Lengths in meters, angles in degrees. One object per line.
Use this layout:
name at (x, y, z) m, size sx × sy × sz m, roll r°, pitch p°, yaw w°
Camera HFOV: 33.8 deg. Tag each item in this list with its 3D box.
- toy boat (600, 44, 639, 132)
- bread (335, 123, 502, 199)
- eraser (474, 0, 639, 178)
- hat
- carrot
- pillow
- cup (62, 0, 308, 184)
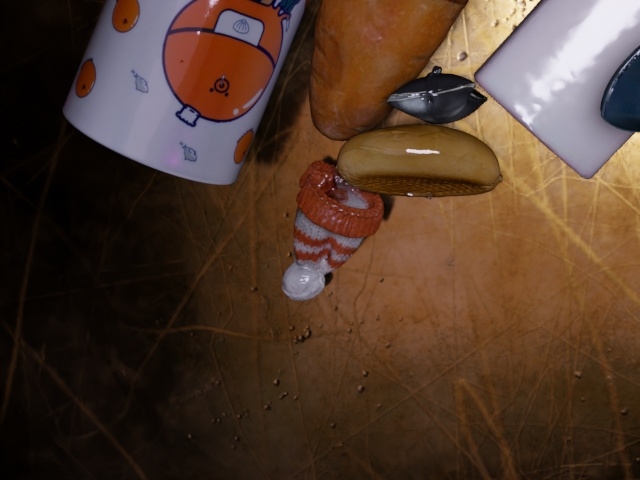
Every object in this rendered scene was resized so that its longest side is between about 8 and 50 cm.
toy boat at (0.406, -0.191, 1.028) m, size 0.296 × 0.122 × 0.114 m, roll -27°, pitch 117°, yaw 3°
bread at (0.112, -0.093, 1.196) m, size 0.189 × 0.114 × 0.078 m, roll 1°, pitch 65°, yaw 3°
eraser at (0.318, -0.220, 1.130) m, size 0.174 × 0.095 × 0.270 m, roll 41°, pitch 105°, yaw -3°
hat at (0.000, 0.000, 1.261) m, size 0.112 × 0.093 × 0.162 m, roll 33°, pitch 124°, yaw 15°
carrot at (0.053, -0.218, 1.181) m, size 0.159 × 0.159 × 0.225 m, roll 29°, pitch 118°, yaw 6°
pillow at (0.132, -0.155, 1.165) m, size 0.091 × 0.135 × 0.055 m, roll -33°, pitch 80°, yaw 12°
cup at (-0.133, -0.250, 1.171) m, size 0.212 × 0.212 × 0.317 m, roll 25°, pitch 103°, yaw 7°
